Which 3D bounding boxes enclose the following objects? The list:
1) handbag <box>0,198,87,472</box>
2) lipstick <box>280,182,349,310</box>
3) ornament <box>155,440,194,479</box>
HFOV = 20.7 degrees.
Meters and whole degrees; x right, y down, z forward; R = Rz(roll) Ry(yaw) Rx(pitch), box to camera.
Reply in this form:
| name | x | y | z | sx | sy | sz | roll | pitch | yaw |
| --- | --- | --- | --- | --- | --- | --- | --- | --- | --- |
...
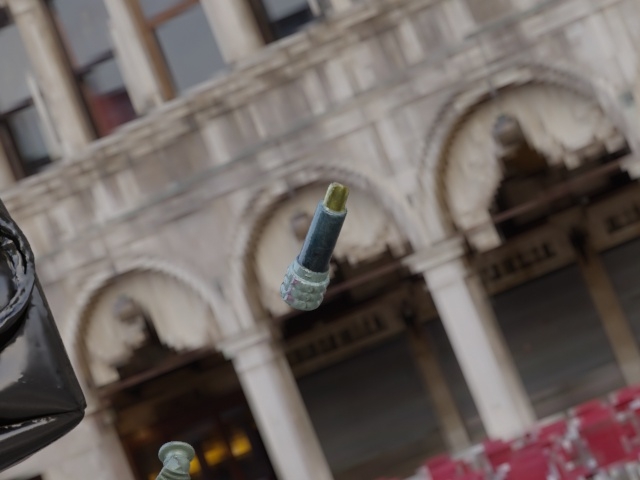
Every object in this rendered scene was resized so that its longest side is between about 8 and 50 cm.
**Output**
| name | x | y | z | sx | sy | sz | roll | pitch | yaw |
| --- | --- | --- | --- | --- | --- | --- | --- | --- | --- |
| handbag | -0.324 | 0.051 | 1.195 | 0.257 | 0.285 | 0.113 | -25 | -5 | -21 |
| lipstick | 0.000 | 0.000 | 1.400 | 0.037 | 0.037 | 0.116 | -16 | -45 | -45 |
| ornament | -0.122 | 0.206 | 1.417 | 0.041 | 0.092 | 0.068 | 10 | -20 | -12 |
